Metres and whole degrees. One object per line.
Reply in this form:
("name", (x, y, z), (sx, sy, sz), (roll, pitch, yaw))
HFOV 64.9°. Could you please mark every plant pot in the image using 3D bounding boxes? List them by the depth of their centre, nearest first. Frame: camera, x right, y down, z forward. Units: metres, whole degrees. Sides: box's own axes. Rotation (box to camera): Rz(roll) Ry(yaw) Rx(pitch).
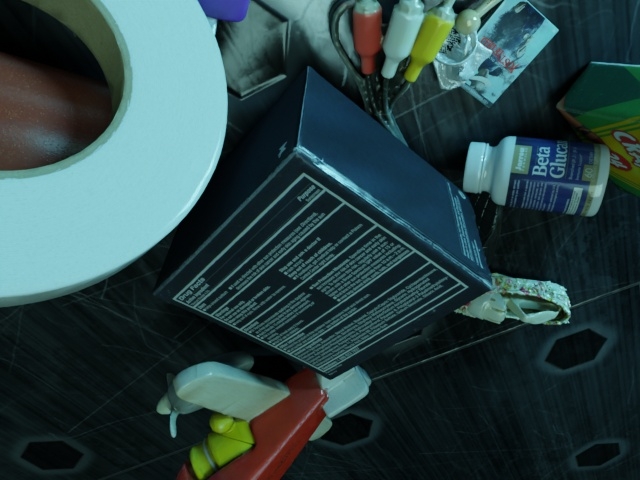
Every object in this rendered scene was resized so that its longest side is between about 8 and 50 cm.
("plant pot", (-0.357, -0.089, 0.530), (0.264, 0.273, 0.273), (6, 127, -22))

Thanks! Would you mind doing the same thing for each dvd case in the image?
("dvd case", (0.223, -0.236, 0.628), (0.087, 0.013, 0.119), (27, 122, -25))

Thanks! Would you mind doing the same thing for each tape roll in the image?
("tape roll", (-0.271, -0.139, 0.413), (0.391, 0.393, 0.072), (25, 156, -24))

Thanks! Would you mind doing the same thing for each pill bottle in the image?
("pill bottle", (0.282, -0.089, 0.673), (0.169, 0.094, 0.094), (9, 131, 19))

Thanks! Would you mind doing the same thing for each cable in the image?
("cable", (0.070, -0.176, 0.617), (0.139, 0.072, 0.288), (8, 129, 3))

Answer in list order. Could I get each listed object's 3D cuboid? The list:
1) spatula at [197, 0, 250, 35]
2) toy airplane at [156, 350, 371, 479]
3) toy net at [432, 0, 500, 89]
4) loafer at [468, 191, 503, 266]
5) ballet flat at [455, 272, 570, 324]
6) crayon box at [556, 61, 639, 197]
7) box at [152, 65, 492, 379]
("spatula", (-0.141, -0.204, 0.596), (0.084, 0.030, 0.297), (10, 126, -14))
("toy airplane", (-0.101, 0.293, 0.878), (0.384, 0.272, 0.387), (-19, 130, -42))
("toy net", (0.158, -0.278, 0.557), (0.121, 0.045, 0.233), (5, 125, -4))
("loafer", (0.251, -0.016, 0.787), (0.061, 0.062, 0.170), (-23, 132, -41))
("ballet flat", (0.325, 0.106, 0.870), (0.240, 0.077, 0.091), (2, 129, -8))
("crayon box", (0.451, -0.098, 0.568), (0.202, 0.318, 0.081), (36, 95, -29))
("box", (0.000, 0.000, 0.653), (0.293, 0.183, 0.296), (32, 128, -27))
